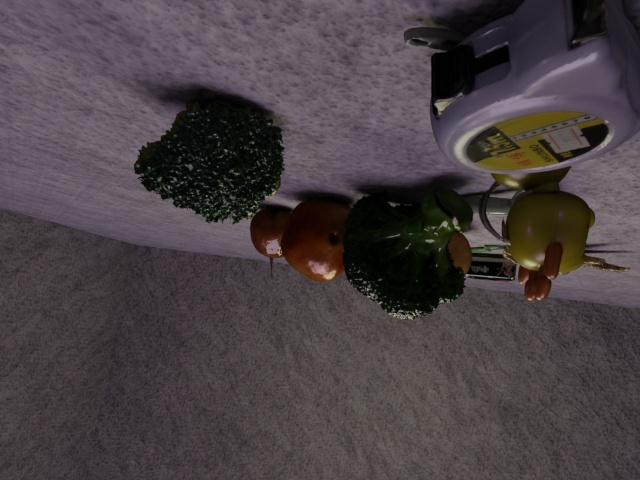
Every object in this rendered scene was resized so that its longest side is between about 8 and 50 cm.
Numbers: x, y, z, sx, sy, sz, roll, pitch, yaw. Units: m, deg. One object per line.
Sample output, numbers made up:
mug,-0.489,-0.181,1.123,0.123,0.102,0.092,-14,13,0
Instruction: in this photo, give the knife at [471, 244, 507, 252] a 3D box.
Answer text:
knife,0.516,0.030,1.403,0.054,0.015,0.212,12,170,-23

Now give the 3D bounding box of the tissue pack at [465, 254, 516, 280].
tissue pack,0.608,0.099,1.517,0.170,0.090,0.103,4,173,28

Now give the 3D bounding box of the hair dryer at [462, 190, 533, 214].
hair dryer,0.360,-0.062,0.850,0.237,0.075,0.206,11,-178,41

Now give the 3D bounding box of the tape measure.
tape measure,0.186,-0.134,0.378,0.178,0.105,0.196,-9,163,41

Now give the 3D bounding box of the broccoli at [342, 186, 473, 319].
broccoli,0.188,0.003,0.883,0.298,0.297,0.297,12,136,-23

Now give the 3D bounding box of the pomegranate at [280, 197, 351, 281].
pomegranate,0.000,-0.001,1.054,0.209,0.209,0.209,8,171,1

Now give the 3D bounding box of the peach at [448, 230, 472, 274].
peach,0.327,0.046,1.162,0.184,0.184,0.184,8,171,1

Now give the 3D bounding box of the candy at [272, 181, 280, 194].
candy,-0.171,-0.131,0.907,0.201,0.060,0.060,11,174,31

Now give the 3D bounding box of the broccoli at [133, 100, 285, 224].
broccoli,-0.171,-0.123,0.642,0.220,0.194,0.194,-14,-175,-33

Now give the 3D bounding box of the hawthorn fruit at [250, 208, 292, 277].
hawthorn fruit,-0.143,-0.012,1.257,0.149,0.189,0.149,17,-146,-12

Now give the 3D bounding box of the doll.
doll,0.283,-0.032,0.554,0.135,0.220,0.143,3,174,10

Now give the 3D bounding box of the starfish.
starfish,0.705,0.053,1.231,0.299,0.060,0.302,19,170,-33
